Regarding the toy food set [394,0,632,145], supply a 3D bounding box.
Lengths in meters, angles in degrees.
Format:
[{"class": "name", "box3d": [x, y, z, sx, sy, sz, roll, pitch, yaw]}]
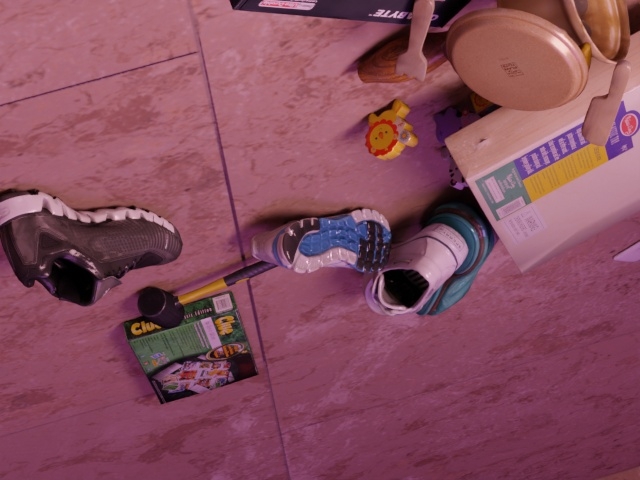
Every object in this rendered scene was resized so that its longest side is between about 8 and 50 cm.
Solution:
[{"class": "toy food set", "box3d": [0.164, -0.154, 1.459, 0.192, 0.038, 0.132, 20, 150, 5]}]

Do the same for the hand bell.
[{"class": "hand bell", "box3d": [0.136, -0.183, 1.542, 0.242, 0.126, 0.126, -15, 162, 31]}]

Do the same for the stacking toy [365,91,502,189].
[{"class": "stacking toy", "box3d": [0.174, -0.129, 1.728, 0.221, 0.052, 0.167, -29, 155, 25]}]

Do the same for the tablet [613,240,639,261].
[{"class": "tablet", "box3d": [0.431, 0.007, 2.300, 0.054, 0.006, 0.083, 5, 149, -44]}]

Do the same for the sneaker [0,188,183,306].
[{"class": "sneaker", "box3d": [-0.222, 0.020, 1.711, 0.078, 0.106, 0.234, -31, 154, 32]}]

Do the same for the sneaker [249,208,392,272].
[{"class": "sneaker", "box3d": [0.000, 0.000, 1.907, 0.083, 0.071, 0.190, 0, 179, 43]}]

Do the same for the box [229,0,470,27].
[{"class": "box", "box3d": [0.056, -0.241, 1.374, 0.220, 0.051, 0.175, 0, 152, -37]}]

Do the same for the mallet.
[{"class": "mallet", "box3d": [-0.110, 0.052, 1.962, 0.189, 0.039, 0.062, -20, 159, 3]}]

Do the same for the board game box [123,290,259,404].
[{"class": "board game box", "box3d": [-0.154, 0.135, 2.141, 0.136, 0.030, 0.260, -14, 158, -2]}]

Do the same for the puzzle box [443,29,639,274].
[{"class": "puzzle box", "box3d": [0.290, -0.093, 1.809, 0.272, 0.052, 0.409, -28, 161, 5]}]

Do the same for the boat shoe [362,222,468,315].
[{"class": "boat shoe", "box3d": [0.088, 0.046, 1.993, 0.076, 0.083, 0.226, -47, 178, -28]}]

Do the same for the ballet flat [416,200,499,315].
[{"class": "ballet flat", "box3d": [0.161, 0.006, 2.025, 0.087, 0.083, 0.247, -35, 166, -25]}]
